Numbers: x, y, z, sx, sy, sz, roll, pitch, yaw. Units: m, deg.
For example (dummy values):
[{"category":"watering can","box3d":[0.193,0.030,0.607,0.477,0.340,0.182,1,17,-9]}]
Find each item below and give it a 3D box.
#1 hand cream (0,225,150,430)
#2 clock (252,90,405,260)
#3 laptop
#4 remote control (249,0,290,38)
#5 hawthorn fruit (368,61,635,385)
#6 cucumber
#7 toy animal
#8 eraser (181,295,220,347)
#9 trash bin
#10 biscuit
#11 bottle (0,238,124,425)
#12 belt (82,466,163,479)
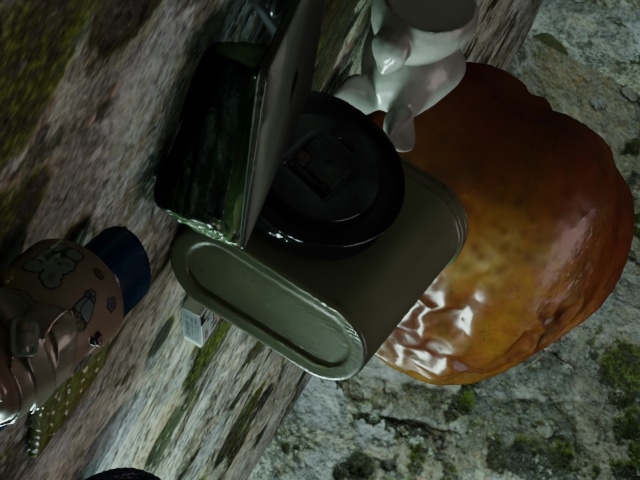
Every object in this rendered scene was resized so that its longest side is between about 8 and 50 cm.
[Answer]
[{"category":"hand cream","box3d":[-0.228,0.094,1.320,0.270,0.061,0.120,-48,164,-40]},{"category":"clock","box3d":[-0.008,-0.063,1.707,0.184,0.184,0.040,-55,179,-37]},{"category":"laptop","box3d":[-0.029,-0.139,1.518,0.269,0.015,0.188,-70,171,-52]},{"category":"remote control","box3d":[-0.039,-0.210,1.550,0.184,0.027,0.050,44,66,-78]},{"category":"hawthorn fruit","box3d":[0.208,-0.011,2.439,0.472,0.471,0.472,-59,172,-13]},{"category":"cucumber","box3d":[-0.092,-0.075,1.487,0.115,0.085,0.193,-47,158,-65]},{"category":"toy animal","box3d":[0.103,-0.220,2.057,0.178,0.127,0.193,-50,168,-46]},{"category":"eraser","box3d":[-0.134,0.079,1.972,0.052,0.029,0.122,-58,171,-20]},{"category":"trash bin","box3d":[0.000,0.000,1.780,0.247,0.243,0.121,-48,167,-47]},{"category":"biscuit","box3d":[-0.217,0.097,1.540,0.139,0.016,0.231,-57,172,-36]},{"category":"bottle","box3d":[-0.209,0.071,1.204,0.152,0.099,0.099,-46,164,-50]},{"category":"belt","box3d":[-0.234,0.347,1.873,0.126,0.139,0.230,-65,174,22]}]
